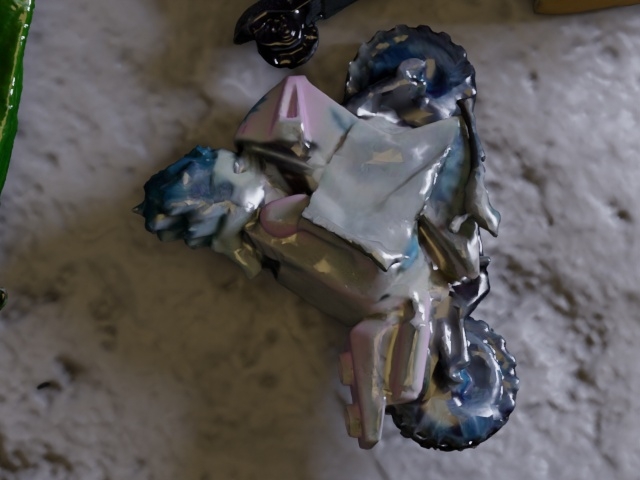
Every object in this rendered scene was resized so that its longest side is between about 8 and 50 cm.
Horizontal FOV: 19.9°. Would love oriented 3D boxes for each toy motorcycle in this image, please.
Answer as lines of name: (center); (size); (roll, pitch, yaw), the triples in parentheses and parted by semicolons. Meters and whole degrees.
toy motorcycle: (0.013, -0.172, 1.042); (0.173, 0.058, 0.100); (-33, 76, -8)
toy motorcycle: (-0.001, 0.002, 1.010); (0.204, 0.108, 0.239); (-5, 60, -9)

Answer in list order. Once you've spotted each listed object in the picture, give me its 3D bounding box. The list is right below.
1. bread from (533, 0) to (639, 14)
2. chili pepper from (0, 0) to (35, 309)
bread: (0.221, -0.243, 0.991); (0.224, 0.211, 0.184); (-6, 80, 0)
chili pepper: (-0.200, -0.080, 1.009); (0.100, 0.074, 0.257); (10, 84, -4)
